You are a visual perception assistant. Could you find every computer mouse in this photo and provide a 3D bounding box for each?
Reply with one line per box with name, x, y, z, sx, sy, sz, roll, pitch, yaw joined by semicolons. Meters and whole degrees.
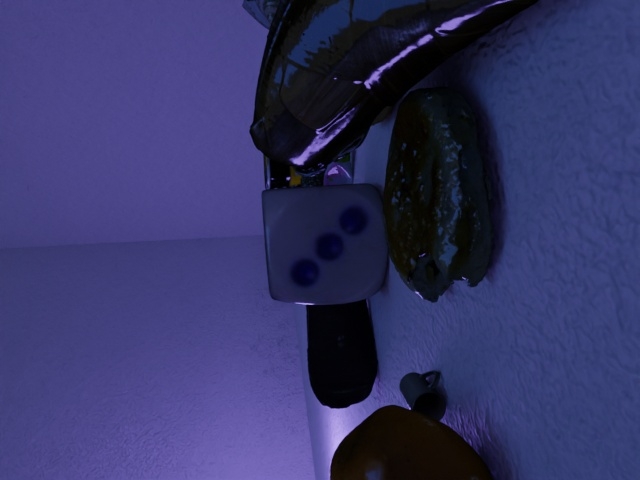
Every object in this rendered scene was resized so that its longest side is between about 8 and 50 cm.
computer mouse;0.047;0.258;1.144;0.087;0.168;0.296;106;162;-70

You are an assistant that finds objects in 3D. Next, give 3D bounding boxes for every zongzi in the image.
zongzi;0.050;-0.201;0.588;0.403;0.207;0.432;-58;33;29

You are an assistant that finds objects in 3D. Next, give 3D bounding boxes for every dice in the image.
dice;0.000;0.000;1.066;0.243;0.259;0.252;-138;44;-81

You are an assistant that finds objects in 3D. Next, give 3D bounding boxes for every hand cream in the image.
hand cream;0.048;-0.133;1.291;0.079;0.050;0.275;30;132;34

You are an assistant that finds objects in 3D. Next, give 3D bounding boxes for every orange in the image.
orange;0.125;0.332;0.610;0.249;0.183;0.249;22;115;60

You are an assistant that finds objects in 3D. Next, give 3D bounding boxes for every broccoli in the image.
broccoli;0.009;-0.158;1.375;0.138;0.145;0.162;-26;-46;-57

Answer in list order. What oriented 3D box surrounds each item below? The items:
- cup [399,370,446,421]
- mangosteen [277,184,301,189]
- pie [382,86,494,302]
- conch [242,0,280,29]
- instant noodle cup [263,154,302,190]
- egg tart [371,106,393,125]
cup;0.161;0.242;0.746;0.083;0.054;0.075;-128;34;-79
mangosteen;-0.066;-0.215;1.743;0.230;0.194;0.194;-46;-42;-67
pie;0.151;-0.065;0.652;0.302;0.066;0.303;178;90;-80
conch;-0.029;-0.619;1.148;0.215;0.319;0.303;58;158;-12
instant noodle cup;-0.068;-0.264;1.475;0.215;0.236;0.216;177;90;-82
egg tart;0.072;-0.375;0.897;0.315;0.120;0.315;176;90;-82
